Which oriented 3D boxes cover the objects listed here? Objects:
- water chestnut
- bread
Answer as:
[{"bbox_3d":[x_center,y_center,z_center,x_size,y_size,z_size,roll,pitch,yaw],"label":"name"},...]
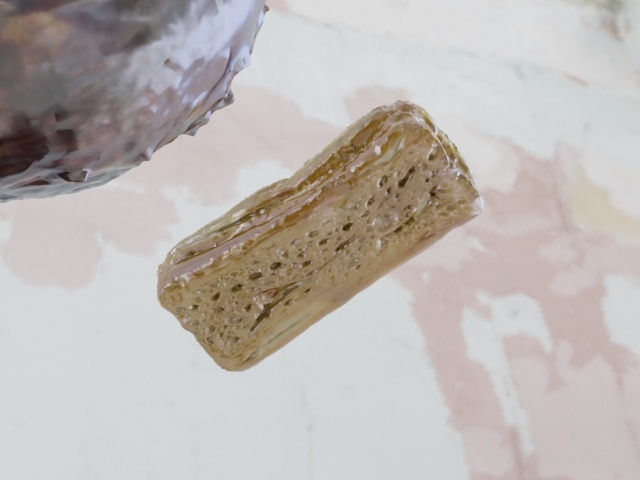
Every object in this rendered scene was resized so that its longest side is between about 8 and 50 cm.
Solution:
[{"bbox_3d":[-0.185,-0.187,0.751,0.350,0.302,0.351,3,-123,-4],"label":"water chestnut"},{"bbox_3d":[0.001,0.001,1.186,0.139,0.271,0.077,47,-166,-32],"label":"bread"}]
